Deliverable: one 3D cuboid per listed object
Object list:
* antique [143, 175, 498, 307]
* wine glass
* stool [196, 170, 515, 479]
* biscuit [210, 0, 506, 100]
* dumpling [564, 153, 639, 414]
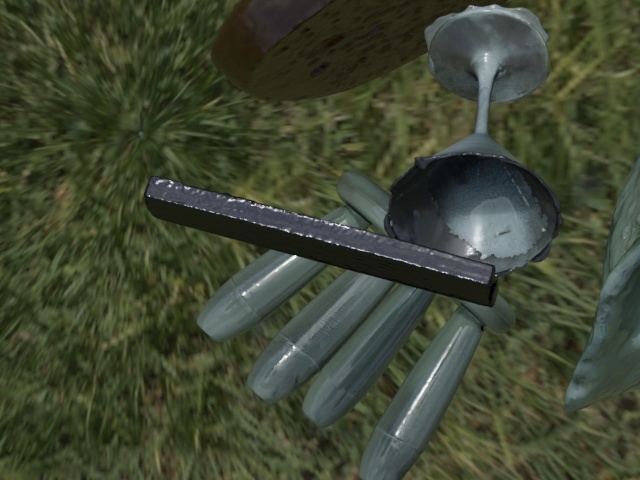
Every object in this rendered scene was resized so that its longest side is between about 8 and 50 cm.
[{"bbox_3d":[0.000,0.000,0.948,0.192,0.031,0.015,14,67,11],"label":"antique"},{"bbox_3d":[0.110,-0.076,1.238,0.122,0.183,0.122,5,137,5],"label":"wine glass"},{"bbox_3d":[0.032,0.070,1.544,0.198,0.195,0.195,-46,118,0],"label":"stool"},{"bbox_3d":[0.078,-0.238,1.614,0.350,0.394,0.070,-32,81,16],"label":"biscuit"},{"bbox_3d":[0.158,-0.010,0.702,0.153,0.219,0.108,-25,80,38],"label":"dumpling"}]
